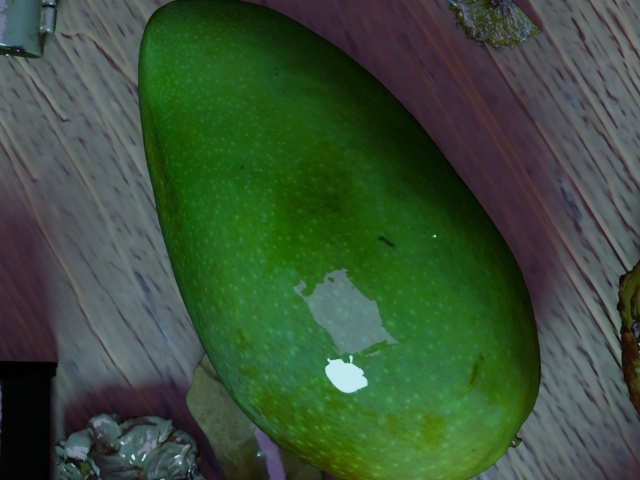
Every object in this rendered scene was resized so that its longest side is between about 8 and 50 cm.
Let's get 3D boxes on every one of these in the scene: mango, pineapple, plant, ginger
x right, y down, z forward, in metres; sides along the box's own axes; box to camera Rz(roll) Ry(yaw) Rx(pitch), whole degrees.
[{"bbox_3d":[0.000,0.000,1.057,0.225,0.201,0.382,-32,87,-32],"label":"mango"},{"bbox_3d":[0.120,-0.169,1.154,0.045,0.019,0.083,-44,92,-2],"label":"pineapple"},{"bbox_3d":[-0.147,0.179,1.104,0.116,0.122,0.104,-16,98,27],"label":"plant"},{"bbox_3d":[-0.042,0.162,1.130,0.095,0.069,0.190,-9,88,-5],"label":"ginger"}]

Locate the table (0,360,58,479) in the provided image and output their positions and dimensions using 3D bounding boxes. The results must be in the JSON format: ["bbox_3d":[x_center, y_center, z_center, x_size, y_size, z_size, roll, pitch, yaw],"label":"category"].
[{"bbox_3d":[-0.283,0.169,1.074,0.172,0.193,0.169,1,90,2],"label":"table"}]

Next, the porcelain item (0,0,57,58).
[{"bbox_3d":[-0.220,-0.244,1.146,0.084,0.054,0.213,11,89,0],"label":"porcelain item"}]

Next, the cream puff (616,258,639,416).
[{"bbox_3d":[0.319,0.058,1.080,0.240,0.164,0.240,0,105,1],"label":"cream puff"}]
